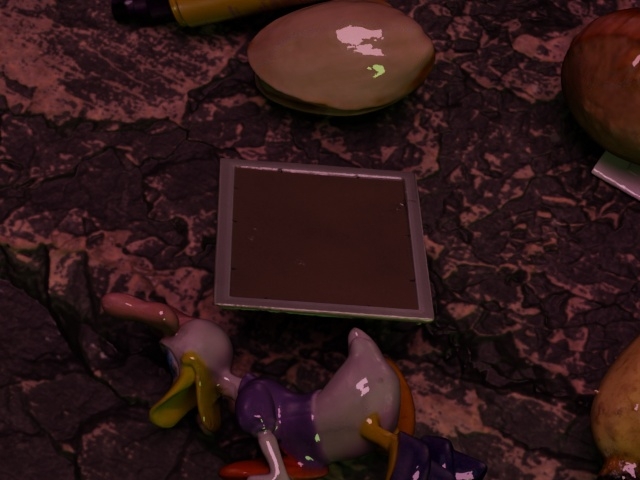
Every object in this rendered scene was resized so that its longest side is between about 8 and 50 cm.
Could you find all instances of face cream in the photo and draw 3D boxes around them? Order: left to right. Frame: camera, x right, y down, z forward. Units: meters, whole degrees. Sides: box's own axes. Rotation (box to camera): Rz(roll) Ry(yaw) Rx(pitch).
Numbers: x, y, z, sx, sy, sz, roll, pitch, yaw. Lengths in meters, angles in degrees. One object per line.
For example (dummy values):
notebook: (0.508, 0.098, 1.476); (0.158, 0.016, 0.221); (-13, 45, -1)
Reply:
face cream: (-0.118, -0.299, 2.103); (0.273, 0.078, 0.078); (-9, 60, 17)

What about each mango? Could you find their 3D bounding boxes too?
mango: (0.060, 0.175, 1.894); (0.080, 0.060, 0.114); (-23, 75, 21)

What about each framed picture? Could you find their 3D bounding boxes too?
framed picture: (0.000, 0.000, 1.938); (0.232, 0.019, 0.296); (5, 33, -4)

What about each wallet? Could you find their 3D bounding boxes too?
wallet: (0.363, -0.074, 2.079); (0.083, 0.011, 0.044); (31, 64, 13)

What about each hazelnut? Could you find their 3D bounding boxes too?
hazelnut: (0.385, -0.182, 2.044); (0.214, 0.176, 0.214); (-1, 47, 1)

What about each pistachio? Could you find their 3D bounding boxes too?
pistachio: (0.025, -0.211, 2.064); (0.215, 0.144, 0.144); (-9, 62, 4)

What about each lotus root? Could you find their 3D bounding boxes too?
lotus root: (0.378, 0.168, 1.868); (0.160, 0.146, 0.284); (50, 61, -20)

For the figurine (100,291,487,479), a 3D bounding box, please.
figurine: (-0.036, 0.168, 1.820); (0.421, 0.154, 0.193); (16, 86, 22)
